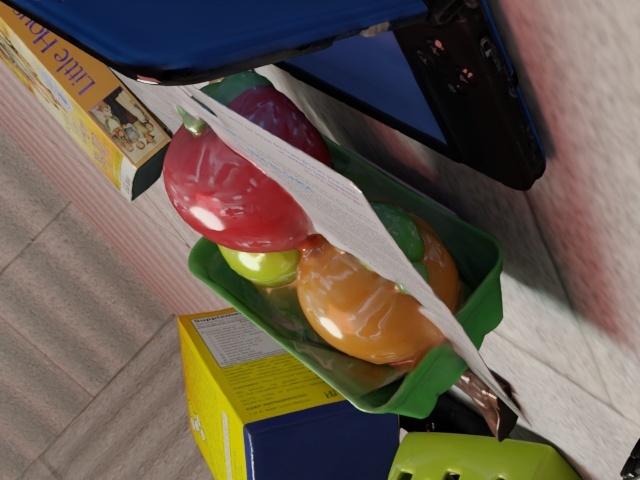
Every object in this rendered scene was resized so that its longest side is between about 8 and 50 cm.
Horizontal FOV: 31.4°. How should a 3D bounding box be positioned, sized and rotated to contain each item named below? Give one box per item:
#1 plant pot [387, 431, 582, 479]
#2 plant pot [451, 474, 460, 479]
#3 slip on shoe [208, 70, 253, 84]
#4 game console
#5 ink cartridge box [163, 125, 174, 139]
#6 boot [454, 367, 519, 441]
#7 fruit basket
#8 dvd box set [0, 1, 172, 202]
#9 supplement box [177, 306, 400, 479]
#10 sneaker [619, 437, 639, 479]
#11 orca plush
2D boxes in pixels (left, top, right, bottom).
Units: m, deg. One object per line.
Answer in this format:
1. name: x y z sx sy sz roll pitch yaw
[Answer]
1. plant pot: 0.192 0.372 1.308 0.227 0.207 0.228 -6 135 48
2. plant pot: 0.227 0.499 1.781 0.236 0.212 0.236 42 168 5
3. slip on shoe: -0.081 -0.128 1.010 0.051 0.041 0.135 39 168 21
4. game console: -0.053 -0.109 0.655 0.293 0.173 0.250 34 165 42
5. ink cartridge box: -0.128 -0.100 1.302 0.115 0.029 0.063 33 164 46
6. boot: 0.158 0.157 1.229 0.114 0.037 0.106 32 151 35
7. fruit basket: -0.008 -0.027 0.804 0.327 0.165 0.353 34 166 38
8. dvd box set: -0.354 -0.238 1.434 0.420 0.062 0.307 49 169 -4
9. supplement box: -0.050 0.236 1.521 0.356 0.194 0.195 -135 39 -61
10. sneaker: 0.251 0.114 0.602 0.124 0.107 0.283 35 167 10
11. orca plush: 0.129 0.246 1.482 0.287 0.102 0.151 33 164 42
